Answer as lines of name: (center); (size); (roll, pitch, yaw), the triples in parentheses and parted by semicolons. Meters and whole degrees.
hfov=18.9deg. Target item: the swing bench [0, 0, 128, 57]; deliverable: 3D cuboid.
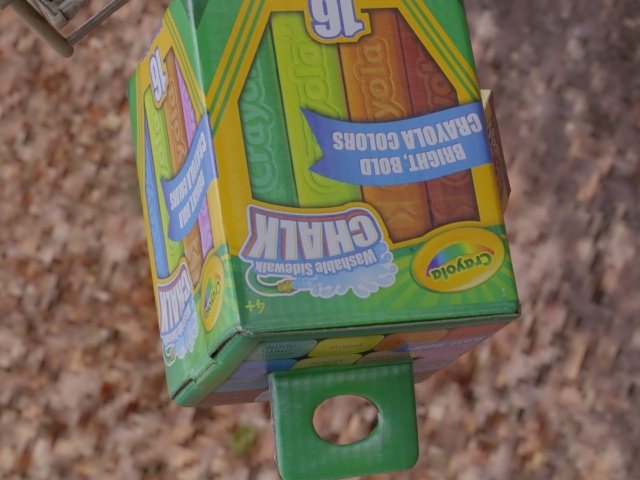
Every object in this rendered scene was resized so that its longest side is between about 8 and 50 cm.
swing bench: (-0.280, -0.374, 2.167); (0.253, 0.165, 0.255); (-38, -19, 5)

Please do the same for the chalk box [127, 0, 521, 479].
chalk box: (0.000, 0.000, 1.177); (0.179, 0.180, 0.289); (133, 129, -65)

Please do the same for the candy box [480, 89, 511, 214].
candy box: (0.060, -0.072, 1.621); (0.053, 0.187, 0.109); (-65, -32, -46)
